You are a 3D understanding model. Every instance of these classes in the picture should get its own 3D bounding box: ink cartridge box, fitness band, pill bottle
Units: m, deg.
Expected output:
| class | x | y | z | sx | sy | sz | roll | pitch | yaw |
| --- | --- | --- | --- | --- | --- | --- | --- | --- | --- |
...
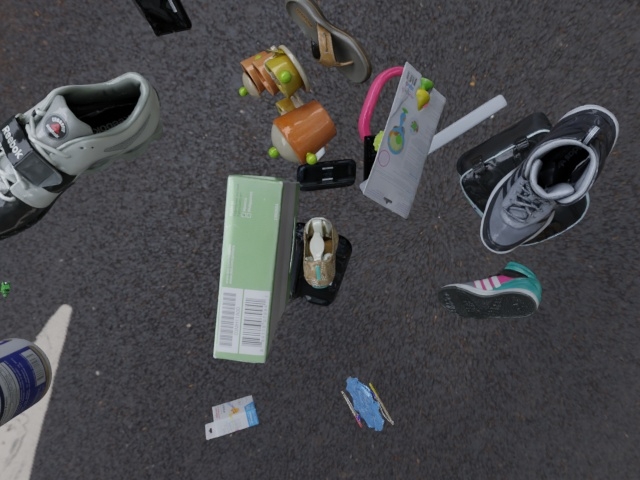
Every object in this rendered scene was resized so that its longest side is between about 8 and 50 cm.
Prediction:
| class | x | y | z | sx | sy | sz | roll | pitch | yaw |
| --- | --- | --- | --- | --- | --- | --- | --- | --- | --- |
| ink cartridge box | -0.062 | 0.014 | 0.540 | 0.056 | 0.235 | 0.171 | 6 | 97 | -1 |
| fitness band | 0.244 | -0.430 | 1.608 | 0.209 | 0.054 | 0.290 | 17 | 98 | -19 |
| pill bottle | -0.466 | 0.208 | 0.645 | 0.112 | 0.186 | 0.112 | 0 | 93 | 2 |
| ink cartridge box | -0.315 | 0.614 | 1.669 | 0.181 | 0.104 | 0.061 | -14 | 103 | -13 |

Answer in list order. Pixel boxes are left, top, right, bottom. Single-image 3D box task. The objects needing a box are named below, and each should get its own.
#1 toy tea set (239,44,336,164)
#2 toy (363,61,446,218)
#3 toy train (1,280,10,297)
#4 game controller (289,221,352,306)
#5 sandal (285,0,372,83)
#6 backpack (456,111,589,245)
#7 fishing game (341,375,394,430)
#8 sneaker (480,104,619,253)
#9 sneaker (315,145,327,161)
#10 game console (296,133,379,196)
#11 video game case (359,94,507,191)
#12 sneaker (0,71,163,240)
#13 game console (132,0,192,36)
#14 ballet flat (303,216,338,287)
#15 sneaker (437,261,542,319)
| class | x | y | z | sx | sy | sz | roll | pitch | yaw |
| --- | --- | --- | --- | --- | --- | --- | --- | --- | --- |
| toy tea set | -0.093 | -0.260 | 0.923 | 0.124 | 0.336 | 0.200 | -35 | 118 | -2 |
| toy | 0.139 | -0.174 | 0.855 | 0.056 | 0.137 | 0.237 | 19 | 88 | 46 |
| toy train | -0.750 | 0.118 | 1.145 | 0.083 | 0.017 | 0.023 | -33 | 68 | 50 |
| game controller | -0.019 | 0.073 | 1.264 | 0.167 | 0.319 | 0.067 | 12 | 53 | -2 |
| sandal | 0.005 | -0.376 | 0.909 | 0.219 | 0.090 | 0.060 | 46 | 70 | -5 |
| backpack | 0.441 | -0.123 | 1.043 | 0.225 | 0.191 | 0.253 | -31 | 109 | 28 |
| fishing game | 0.146 | 0.516 | 1.534 | 0.041 | 0.264 | 0.189 | -24 | 74 | -25 |
| sneaker | 0.313 | -0.071 | 0.703 | 0.101 | 0.153 | 0.268 | 40 | 126 | 14 |
| sneaker | -0.016 | -0.290 | 1.468 | 0.083 | 0.215 | 0.084 | -16 | 110 | -11 |
| game console | 0.100 | -0.238 | 1.588 | 0.361 | 0.044 | 0.213 | -8 | 125 | -8 |
| video game case | 0.275 | -0.239 | 1.248 | 0.329 | 0.300 | 0.036 | -32 | 92 | -10 |
| sneaker | -0.356 | -0.123 | 0.618 | 0.330 | 0.146 | 0.122 | -42 | 93 | -22 |
| game console | -0.298 | -0.434 | 0.848 | 0.107 | 0.122 | 0.071 | -9 | 67 | 7 |
| ballet flat | 0.000 | 0.000 | 0.917 | 0.073 | 0.206 | 0.067 | -7 | 129 | 0 |
| sneaker | 0.507 | 0.139 | 1.408 | 0.296 | 0.178 | 0.123 | -1 | 113 | 43 |
